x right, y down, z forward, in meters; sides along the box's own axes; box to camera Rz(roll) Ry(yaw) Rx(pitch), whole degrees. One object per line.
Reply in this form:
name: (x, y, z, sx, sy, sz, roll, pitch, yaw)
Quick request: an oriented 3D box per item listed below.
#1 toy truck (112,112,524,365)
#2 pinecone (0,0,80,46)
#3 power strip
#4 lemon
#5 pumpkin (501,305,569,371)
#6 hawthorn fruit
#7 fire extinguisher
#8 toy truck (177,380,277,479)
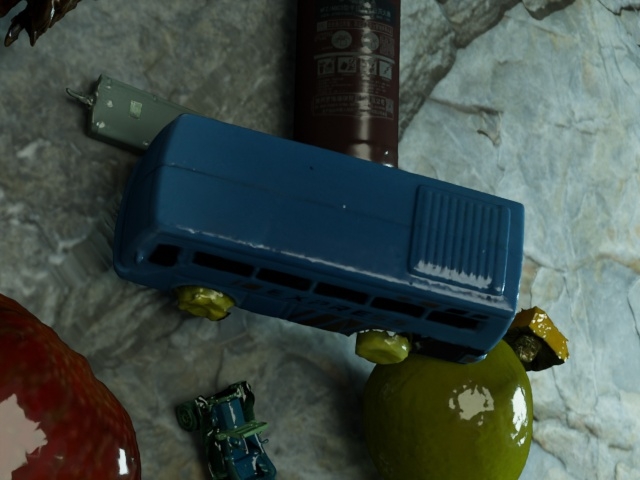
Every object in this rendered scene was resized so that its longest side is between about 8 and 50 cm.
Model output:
toy truck: (0.000, 0.000, 1.335, 0.385, 0.162, 0.161, 15, 61, -9)
pinecone: (-0.267, -0.279, 1.228, 0.208, 0.208, 0.207, 8, 77, -38)
power strip: (-0.147, -0.107, 1.392, 0.253, 0.027, 0.060, 20, 71, -35)
lemon: (0.135, 0.193, 1.470, 0.184, 0.184, 0.248, -24, 119, -39)
pumpkin: (0.243, 0.120, 1.629, 0.074, 0.083, 0.054, 46, 54, -19)
hawthorn fruit: (-0.280, 0.189, 1.089, 0.275, 0.275, 0.299, 28, 75, -32)
fire extinguisher: (0.038, -0.201, 1.497, 0.136, 0.114, 0.337, 3, 79, -12)
toy truck: (-0.073, 0.216, 1.361, 0.080, 0.078, 0.154, -18, 94, -38)
